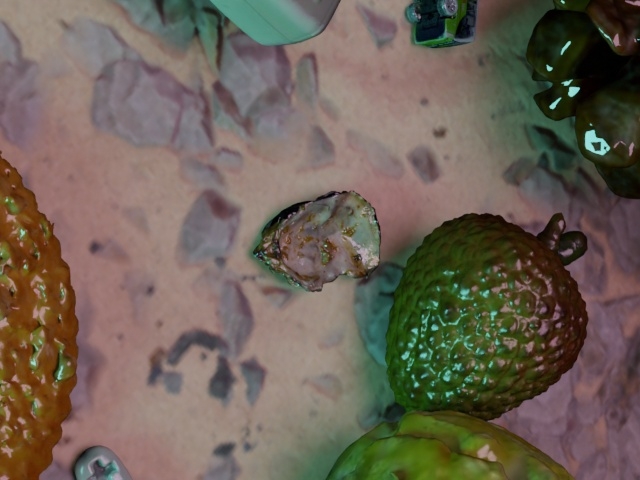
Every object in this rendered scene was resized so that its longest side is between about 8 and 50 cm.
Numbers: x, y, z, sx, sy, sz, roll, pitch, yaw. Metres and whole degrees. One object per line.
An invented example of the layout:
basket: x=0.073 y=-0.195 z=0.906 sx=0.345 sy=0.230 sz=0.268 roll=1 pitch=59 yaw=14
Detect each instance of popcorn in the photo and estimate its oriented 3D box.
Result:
popcorn: x=0.077 y=0.181 z=0.930 sx=0.212 sy=0.198 sz=0.198 roll=3 pitch=82 yaw=-68

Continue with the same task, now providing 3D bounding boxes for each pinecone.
pinecone: x=0.232 y=-0.111 z=1.042 sx=0.229 sy=0.201 sz=0.202 roll=-25 pitch=92 yaw=-29

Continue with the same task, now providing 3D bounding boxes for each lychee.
lychee: x=0.096 y=0.042 z=0.989 sx=0.146 sy=0.114 sz=0.114 roll=-48 pitch=113 yaw=-7

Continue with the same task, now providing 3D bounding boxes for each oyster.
oyster: x=-0.003 y=0.001 z=0.979 sx=0.083 sy=0.019 sz=0.054 roll=-13 pitch=94 yaw=-37

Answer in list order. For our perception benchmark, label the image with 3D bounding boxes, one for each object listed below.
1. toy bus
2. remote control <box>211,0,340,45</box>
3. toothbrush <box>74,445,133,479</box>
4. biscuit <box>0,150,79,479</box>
toy bus: x=0.076 y=-0.156 z=1.043 sx=0.037 sy=0.031 sz=0.083 roll=12 pitch=78 yaw=-43
remote control: x=0.008 y=-0.268 z=0.955 sx=0.145 sy=0.050 sz=0.344 roll=50 pitch=51 yaw=-32
toothbrush: x=-0.045 y=0.235 z=0.924 sx=0.030 sy=0.030 sz=0.304 roll=-38 pitch=104 yaw=-31
biscuit: x=-0.224 y=0.047 z=0.810 sx=0.254 sy=0.035 sz=0.254 roll=4 pitch=83 yaw=-35
